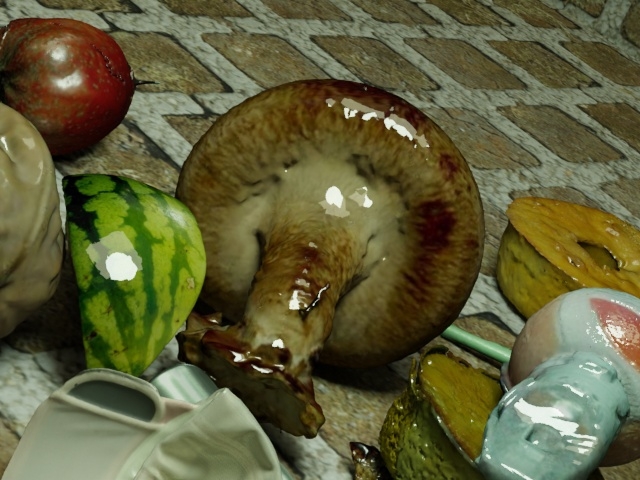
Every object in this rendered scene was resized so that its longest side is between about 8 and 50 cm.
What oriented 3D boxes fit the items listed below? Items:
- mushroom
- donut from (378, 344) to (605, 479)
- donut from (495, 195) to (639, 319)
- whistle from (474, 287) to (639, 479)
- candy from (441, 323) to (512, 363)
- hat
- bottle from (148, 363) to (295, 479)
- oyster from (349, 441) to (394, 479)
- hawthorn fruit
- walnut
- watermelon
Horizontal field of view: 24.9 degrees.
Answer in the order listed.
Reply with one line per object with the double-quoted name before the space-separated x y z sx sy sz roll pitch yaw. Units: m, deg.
"mushroom" -0.014 -0.010 1.549 0.331 0.334 0.356 32 13 23
"donut" 0.173 0.231 1.447 0.272 0.107 0.272 34 22 -16
"donut" 0.357 0.050 1.947 0.278 0.108 0.277 19 26 -10
"whistle" 0.254 0.149 1.395 0.189 0.189 0.348 32 27 16
"candy" 0.340 0.193 1.706 0.440 0.119 0.119 24 25 17
"hat" -0.159 0.234 1.220 0.226 0.164 0.219 -2 51 33
"bottle" -0.075 0.217 1.331 0.254 0.079 0.096 45 9 38
"oyster" 0.080 0.251 1.437 0.132 0.029 0.086 29 24 -3
"hawthorn fruit" -0.302 -0.187 1.793 0.235 0.181 0.181 2 34 -37
"walnut" -0.363 -0.030 1.376 0.273 0.227 0.273 26 26 -14
"watermelon" -0.218 0.008 1.457 0.128 0.159 0.303 43 16 -37
